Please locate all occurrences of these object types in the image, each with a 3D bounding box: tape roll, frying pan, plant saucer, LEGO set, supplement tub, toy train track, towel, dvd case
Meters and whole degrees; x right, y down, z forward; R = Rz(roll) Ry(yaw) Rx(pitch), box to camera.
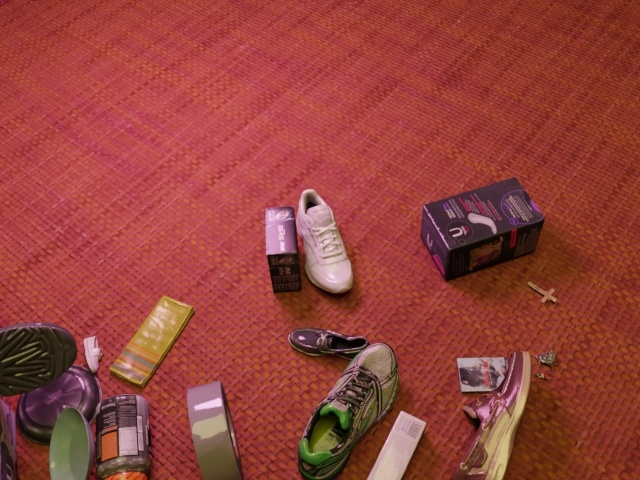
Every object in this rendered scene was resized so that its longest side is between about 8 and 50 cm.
[{"bbox_3d":[-0.219,0.409,1.341,0.072,0.219,0.219,-14,55,-8],"label":"tape roll"},{"bbox_3d":[-0.635,0.326,1.529,0.197,0.053,0.326,-16,58,-10],"label":"frying pan"},{"bbox_3d":[-0.526,0.457,1.377,0.037,0.195,0.195,10,41,-43],"label":"plant saucer"},{"bbox_3d":[0.536,0.289,1.517,0.054,0.023,0.083,7,54,7],"label":"LEGO set"},{"bbox_3d":[-0.427,0.442,1.389,0.117,0.117,0.190,-11,55,-5],"label":"supplement tub"},{"bbox_3d":[0.566,0.133,1.637,0.048,0.014,0.083,-42,56,-16],"label":"toy train track"},{"bbox_3d":[-0.416,0.244,1.592,0.102,0.021,0.237,20,57,15],"label":"towel"},{"bbox_3d":[0.386,0.317,1.510,0.120,0.013,0.087,0,54,1],"label":"dvd case"}]

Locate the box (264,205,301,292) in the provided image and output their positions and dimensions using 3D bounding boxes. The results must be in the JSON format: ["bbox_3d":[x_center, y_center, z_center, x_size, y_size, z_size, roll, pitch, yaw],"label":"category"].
[{"bbox_3d":[-0.095,0.025,1.640,0.078,0.180,0.147,-5,54,-1],"label":"box"}]

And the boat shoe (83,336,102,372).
[{"bbox_3d":[-0.553,0.277,1.567,0.035,0.035,0.100,-20,49,-9],"label":"boat shoe"}]

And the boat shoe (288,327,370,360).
[{"bbox_3d":[0.022,0.240,1.548,0.206,0.065,0.075,11,54,10],"label":"boat shoe"}]

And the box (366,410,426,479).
[{"bbox_3d":[0.129,0.516,1.344,0.067,0.063,0.324,21,57,19],"label":"box"}]

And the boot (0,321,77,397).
[{"bbox_3d":[-0.772,0.218,1.468,0.367,0.146,0.445,-15,18,-23],"label":"boot"}]

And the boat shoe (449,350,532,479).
[{"bbox_3d":[0.372,0.384,1.399,0.123,0.123,0.342,18,65,18],"label":"boat shoe"}]

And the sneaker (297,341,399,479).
[{"bbox_3d":[0.071,0.365,1.398,0.134,0.146,0.343,26,62,17],"label":"sneaker"}]

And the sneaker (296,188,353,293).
[{"bbox_3d":[0.000,0.000,1.673,0.114,0.152,0.305,-16,56,-12],"label":"sneaker"}]

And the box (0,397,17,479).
[{"bbox_3d":[-0.735,0.464,1.357,0.142,0.163,0.247,-12,54,-12],"label":"box"}]

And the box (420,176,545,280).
[{"bbox_3d":[0.419,-0.031,1.682,0.270,0.143,0.165,-17,53,-9],"label":"box"}]
